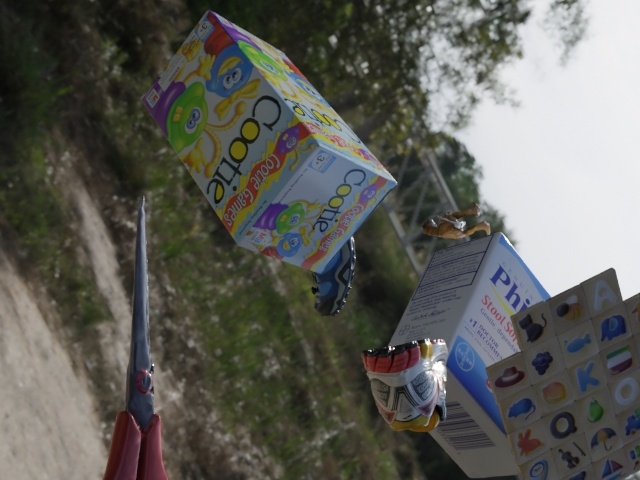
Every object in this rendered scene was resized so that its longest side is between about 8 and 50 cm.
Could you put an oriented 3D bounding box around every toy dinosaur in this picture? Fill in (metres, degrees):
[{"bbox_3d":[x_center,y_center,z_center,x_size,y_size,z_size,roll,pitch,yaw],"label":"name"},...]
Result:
[{"bbox_3d":[0.232,-0.022,1.607,0.211,0.112,0.064,150,-79,-81],"label":"toy dinosaur"}]

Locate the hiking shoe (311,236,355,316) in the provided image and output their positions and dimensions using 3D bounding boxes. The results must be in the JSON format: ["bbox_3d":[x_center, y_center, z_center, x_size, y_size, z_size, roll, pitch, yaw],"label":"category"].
[{"bbox_3d":[0.000,0.000,1.800,0.113,0.132,0.304,-111,-154,-70],"label":"hiking shoe"}]

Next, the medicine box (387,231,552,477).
[{"bbox_3d":[0.265,0.184,1.510,0.263,0.149,0.289,48,49,-20],"label":"medicine box"}]

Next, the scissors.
[{"bbox_3d":[-0.126,0.122,0.677,0.109,0.021,0.297,33,56,-49],"label":"scissors"}]

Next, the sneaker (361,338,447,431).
[{"bbox_3d":[0.092,0.156,0.992,0.225,0.088,0.093,18,61,-75],"label":"sneaker"}]

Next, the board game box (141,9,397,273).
[{"bbox_3d":[-0.066,-0.115,1.078,0.142,0.144,0.275,21,25,-48],"label":"board game box"}]

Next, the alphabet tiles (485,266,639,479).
[{"bbox_3d":[0.394,0.221,1.373,0.343,0.285,0.011,70,-11,-21],"label":"alphabet tiles"}]
